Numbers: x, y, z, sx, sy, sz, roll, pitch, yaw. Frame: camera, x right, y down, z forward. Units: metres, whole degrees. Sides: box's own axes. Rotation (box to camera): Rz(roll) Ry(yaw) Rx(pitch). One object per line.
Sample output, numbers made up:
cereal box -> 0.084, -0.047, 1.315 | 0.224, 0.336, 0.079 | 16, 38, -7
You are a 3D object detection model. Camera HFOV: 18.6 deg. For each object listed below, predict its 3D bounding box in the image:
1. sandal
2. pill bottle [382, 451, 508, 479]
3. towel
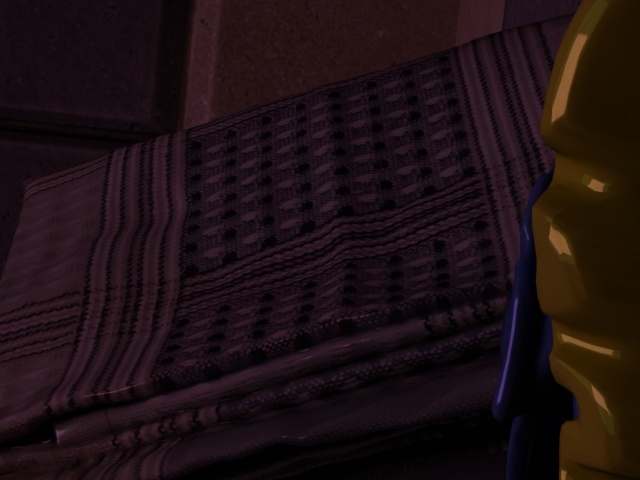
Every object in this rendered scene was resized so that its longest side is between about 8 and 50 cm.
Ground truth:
sandal -> 0.085, 0.083, 0.462 | 0.138, 0.126, 0.317 | -52, -23, -84
pill bottle -> 0.038, 0.123, 0.767 | 0.334, 0.188, 0.188 | -84, 0, -66
towel -> 0.000, 0.000, 0.760 | 0.324, 0.312, 0.056 | -87, -19, -65
